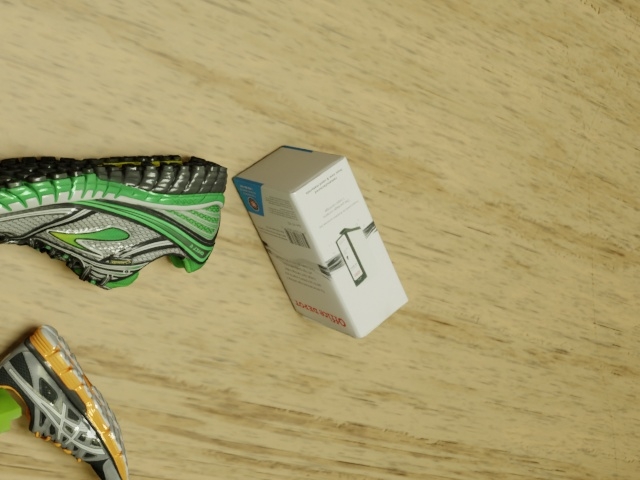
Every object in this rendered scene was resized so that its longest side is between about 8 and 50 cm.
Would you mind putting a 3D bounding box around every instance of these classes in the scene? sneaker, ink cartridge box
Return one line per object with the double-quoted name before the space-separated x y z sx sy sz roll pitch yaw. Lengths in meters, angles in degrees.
"sneaker" -0.282 0.196 1.189 0.083 0.084 0.215 -31 111 -7
"ink cartridge box" 0.000 0.000 1.268 0.086 0.148 0.203 -36 116 -22
"sneaker" -0.253 -0.012 1.125 0.343 0.134 0.146 -3 102 -31

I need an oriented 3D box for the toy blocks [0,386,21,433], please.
"toy blocks" -0.484 0.311 1.046 0.381 0.190 0.261 -15 120 -36
